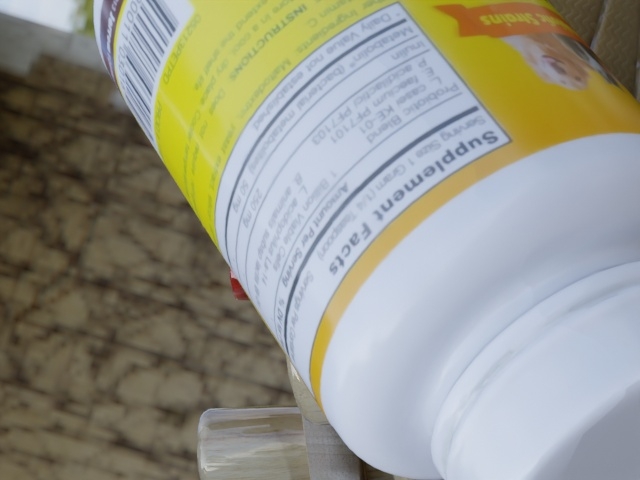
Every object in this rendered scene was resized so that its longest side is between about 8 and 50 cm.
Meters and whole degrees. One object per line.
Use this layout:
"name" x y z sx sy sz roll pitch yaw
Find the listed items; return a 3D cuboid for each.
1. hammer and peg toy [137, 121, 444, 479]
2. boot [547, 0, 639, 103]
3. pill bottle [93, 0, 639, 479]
"hammer and peg toy" 0.000 0.000 0.770 0.361 0.127 0.266 -87 -8 -55
"boot" 0.114 -0.008 0.738 0.203 0.262 0.095 -37 37 55
"pill bottle" 0.029 -0.017 0.509 0.215 0.117 0.117 56 143 34
